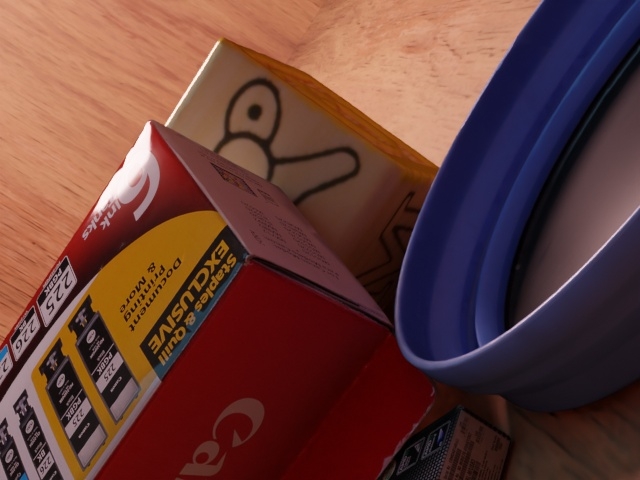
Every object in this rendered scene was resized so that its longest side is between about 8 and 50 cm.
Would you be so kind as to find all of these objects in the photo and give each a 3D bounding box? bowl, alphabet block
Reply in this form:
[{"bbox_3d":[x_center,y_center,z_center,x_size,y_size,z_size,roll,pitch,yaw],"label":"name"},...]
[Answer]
[{"bbox_3d":[0.182,-0.079,0.747,0.391,0.077,0.391,-55,12,17],"label":"bowl"},{"bbox_3d":[-0.030,-0.022,1.076,0.197,0.192,0.193,-55,-17,10],"label":"alphabet block"}]

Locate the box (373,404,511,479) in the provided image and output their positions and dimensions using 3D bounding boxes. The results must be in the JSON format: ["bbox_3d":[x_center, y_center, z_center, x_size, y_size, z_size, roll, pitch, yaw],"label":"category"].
[{"bbox_3d":[0.022,0.207,0.746,0.184,0.045,0.191,-41,19,49],"label":"box"}]

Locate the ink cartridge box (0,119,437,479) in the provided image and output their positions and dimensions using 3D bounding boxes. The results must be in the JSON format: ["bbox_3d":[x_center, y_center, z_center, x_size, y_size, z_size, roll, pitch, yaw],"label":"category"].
[{"bbox_3d":[-0.107,0.122,0.859,0.309,0.130,0.272,-55,36,10],"label":"ink cartridge box"}]
